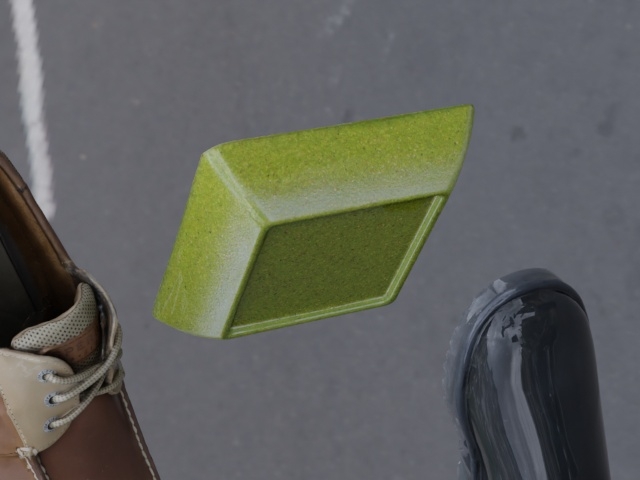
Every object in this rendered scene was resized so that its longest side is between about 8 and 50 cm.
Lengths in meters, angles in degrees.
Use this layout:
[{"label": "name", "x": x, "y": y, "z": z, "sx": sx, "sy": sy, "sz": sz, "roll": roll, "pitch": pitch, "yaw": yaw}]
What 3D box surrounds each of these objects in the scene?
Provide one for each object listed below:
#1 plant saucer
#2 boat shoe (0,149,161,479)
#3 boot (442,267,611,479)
[{"label": "plant saucer", "x": 0.000, "y": 0.000, "z": 1.022, "sx": 0.045, "sy": 0.188, "sz": 0.188, "roll": 65, "pitch": 152, "yaw": 29}, {"label": "boat shoe", "x": -0.180, "y": 0.071, "z": 0.958, "sx": 0.116, "sy": 0.324, "sz": 0.123, "roll": -11, "pitch": 29, "yaw": 40}, {"label": "boot", "x": 0.282, "y": 0.277, "z": 1.337, "sx": 0.445, "sy": 0.146, "sz": 0.367, "roll": 49, "pitch": 155, "yaw": 44}]
